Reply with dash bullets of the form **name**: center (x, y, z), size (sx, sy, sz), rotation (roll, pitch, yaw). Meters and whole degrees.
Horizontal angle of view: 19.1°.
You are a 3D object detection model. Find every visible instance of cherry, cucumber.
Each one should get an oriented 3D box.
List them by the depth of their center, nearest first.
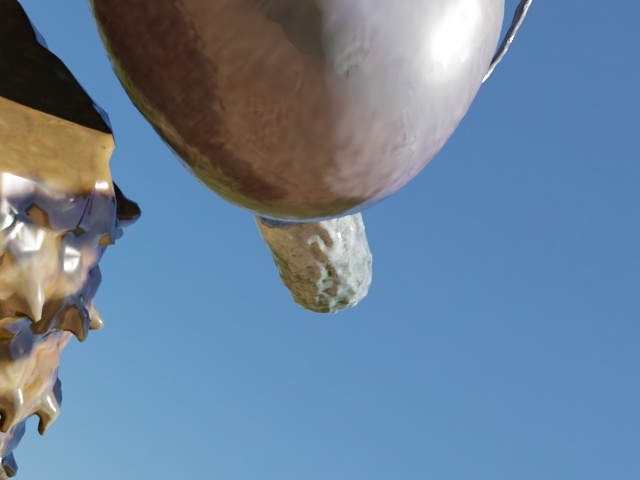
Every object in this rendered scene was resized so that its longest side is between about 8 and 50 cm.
- **cherry**: center (0.001, -0.099, 0.586), size (0.148, 0.188, 0.115), rotation (28, -27, -2)
- **cucumber**: center (-0.001, -0.001, 1.158), size (0.064, 0.064, 0.112), rotation (29, -20, 31)

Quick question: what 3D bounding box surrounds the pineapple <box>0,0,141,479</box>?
- **pineapple**: center (-0.177, 0.095, 0.578), size (0.165, 0.364, 0.165), rotation (21, 22, -9)
